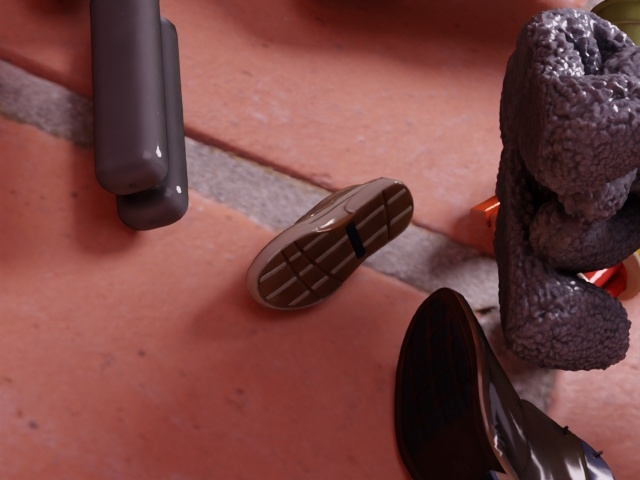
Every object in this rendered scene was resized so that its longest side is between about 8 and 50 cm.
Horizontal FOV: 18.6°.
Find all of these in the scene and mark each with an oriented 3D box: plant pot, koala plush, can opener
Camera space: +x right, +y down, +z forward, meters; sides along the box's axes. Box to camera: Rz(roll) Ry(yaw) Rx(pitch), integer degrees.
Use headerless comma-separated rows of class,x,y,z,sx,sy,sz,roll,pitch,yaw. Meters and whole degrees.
plant pot,0.223,-0.118,1.394,0.083,0.083,0.079,19,60,-5
koala plush,0.223,-0.044,1.171,0.221,0.196,0.203,4,37,-3
can opener,-0.143,-0.127,1.273,0.095,0.076,0.283,-14,51,9

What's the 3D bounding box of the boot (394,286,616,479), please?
boot,0.111,0.128,1.154,0.106,0.082,0.219,24,38,-31

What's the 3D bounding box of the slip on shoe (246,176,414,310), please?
slip on shoe,0.000,0.000,1.227,0.135,0.051,0.041,-37,31,-31

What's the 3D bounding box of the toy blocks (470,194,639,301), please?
toy blocks,0.150,0.002,1.271,0.123,0.054,0.148,43,50,16
